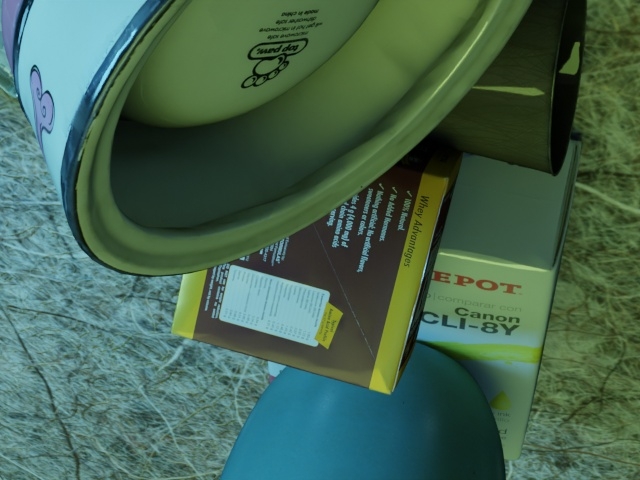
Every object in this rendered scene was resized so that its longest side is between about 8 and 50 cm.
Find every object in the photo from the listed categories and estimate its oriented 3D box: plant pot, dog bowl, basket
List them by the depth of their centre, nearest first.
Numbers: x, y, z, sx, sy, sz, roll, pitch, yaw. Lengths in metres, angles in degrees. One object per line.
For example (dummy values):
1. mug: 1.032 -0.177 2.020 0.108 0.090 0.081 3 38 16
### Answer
1. dog bowl: -0.036 -0.167 1.132 0.150 0.408 0.408 50 154 22
2. basket: 0.095 -0.153 1.368 0.227 0.154 0.204 10 155 15
3. plant pot: 0.044 0.232 1.576 0.293 0.235 0.293 10 147 7

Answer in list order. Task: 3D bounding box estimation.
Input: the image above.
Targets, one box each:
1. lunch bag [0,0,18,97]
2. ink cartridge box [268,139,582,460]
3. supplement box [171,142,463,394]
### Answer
1. lunch bag: -0.191 -0.285 1.196 0.169 0.235 0.287 28 145 -11
2. ink cartridge box: 0.091 0.045 1.642 0.279 0.160 0.385 10 147 8
3. supplement box: 0.000 0.000 1.393 0.194 0.129 0.191 15 105 7
